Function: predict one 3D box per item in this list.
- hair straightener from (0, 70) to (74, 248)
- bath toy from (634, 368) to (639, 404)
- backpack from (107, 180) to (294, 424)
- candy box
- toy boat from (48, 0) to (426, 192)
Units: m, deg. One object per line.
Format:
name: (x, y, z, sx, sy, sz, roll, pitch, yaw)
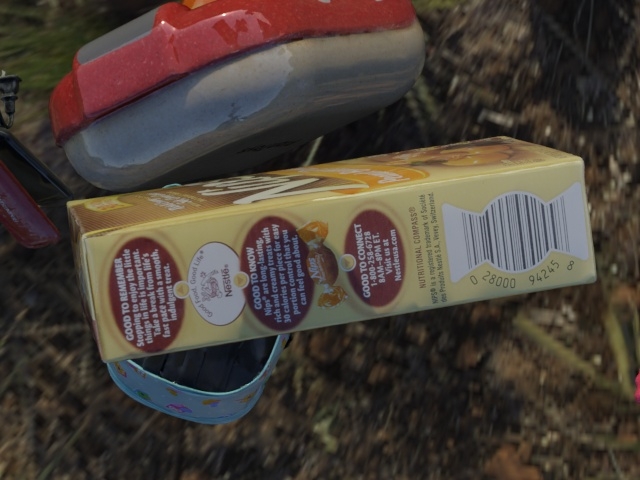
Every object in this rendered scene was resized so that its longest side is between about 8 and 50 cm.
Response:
hair straightener: (-0.261, -0.096, 1.456, 0.047, 0.089, 0.230, -13, 134, 34)
bath toy: (0.399, 0.138, 1.705, 0.129, 0.348, 0.151, -33, 58, 33)
backpack: (-0.106, 0.067, 1.724, 0.166, 0.188, 0.144, 21, 146, -3)
candy box: (0.000, 0.000, 1.274, 0.316, 0.183, 0.087, -8, 98, -9)
toy boat: (-0.050, -0.119, 1.014, 0.151, 0.231, 0.151, -22, 87, 28)
